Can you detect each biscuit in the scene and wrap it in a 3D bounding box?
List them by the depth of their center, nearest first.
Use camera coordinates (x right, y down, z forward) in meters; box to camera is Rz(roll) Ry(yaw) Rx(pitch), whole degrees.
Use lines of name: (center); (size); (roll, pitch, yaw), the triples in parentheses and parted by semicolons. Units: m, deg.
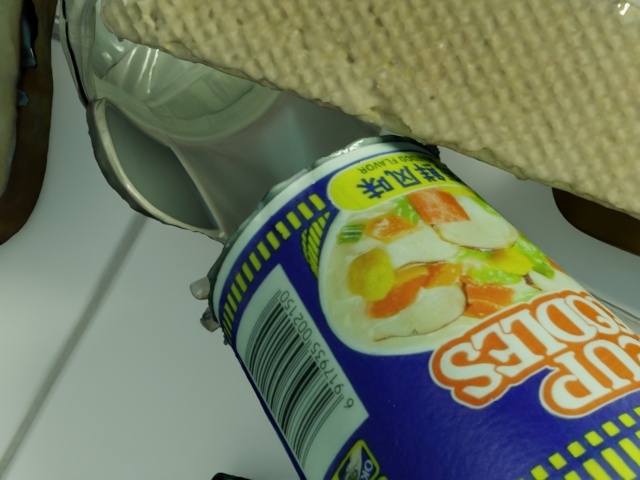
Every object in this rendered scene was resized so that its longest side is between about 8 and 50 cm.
biscuit: (0.065, -0.134, 0.892); (0.426, 0.078, 0.144); (21, 114, 8)

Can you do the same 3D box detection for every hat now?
hat: (-0.075, -0.129, 1.054); (0.232, 0.161, 0.275); (-36, 92, -2)

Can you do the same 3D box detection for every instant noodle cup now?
instant noodle cup: (0.085, 0.106, 0.887); (0.284, 0.284, 0.312); (-41, 60, 6)

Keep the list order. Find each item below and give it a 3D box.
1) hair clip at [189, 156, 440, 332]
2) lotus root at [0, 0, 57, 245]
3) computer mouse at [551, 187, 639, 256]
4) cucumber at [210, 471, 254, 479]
hair clip: (0.002, 0.004, 1.032); (0.214, 0.056, 0.062); (-30, 50, -7)
lotus root: (-0.382, -0.138, 1.182); (0.390, 0.111, 0.375); (-45, 69, 1)
computer mouse: (0.307, -0.033, 0.931); (0.310, 0.072, 0.158); (24, 84, 23)
cucumber: (-0.019, 0.197, 1.010); (0.133, 0.032, 0.032); (10, 81, 22)
